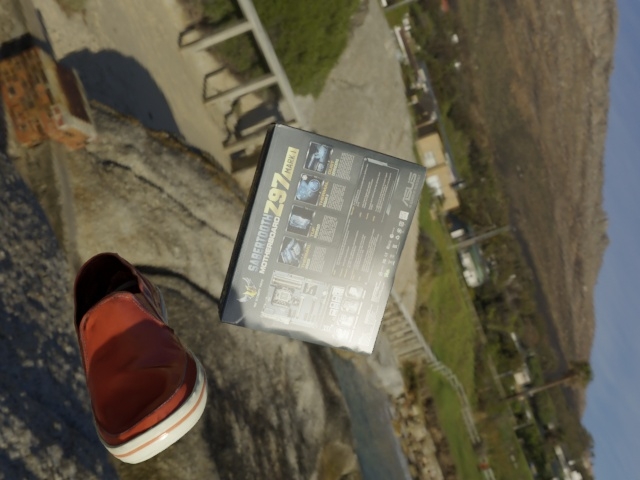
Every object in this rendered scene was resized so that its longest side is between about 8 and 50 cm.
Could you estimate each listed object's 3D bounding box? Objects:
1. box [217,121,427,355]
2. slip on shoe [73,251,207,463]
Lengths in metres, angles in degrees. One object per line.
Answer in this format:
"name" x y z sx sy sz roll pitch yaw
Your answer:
"box" 0.000 0.000 0.886 0.059 0.184 0.232 -146 -109 -75
"slip on shoe" -0.204 0.110 0.806 0.101 0.123 0.331 58 -4 -31
